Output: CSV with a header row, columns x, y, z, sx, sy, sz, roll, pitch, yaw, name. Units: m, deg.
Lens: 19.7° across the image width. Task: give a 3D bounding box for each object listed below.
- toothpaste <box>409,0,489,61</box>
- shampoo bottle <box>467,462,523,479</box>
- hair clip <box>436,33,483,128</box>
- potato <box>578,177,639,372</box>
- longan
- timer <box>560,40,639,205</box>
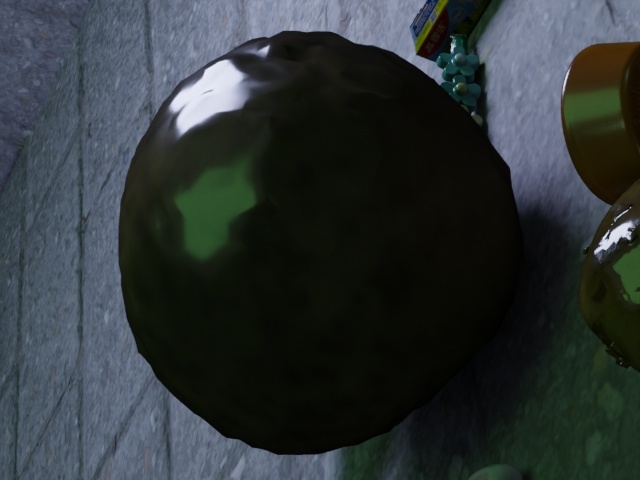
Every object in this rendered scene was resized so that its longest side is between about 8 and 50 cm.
x,y,z,sx,sy,sz,roll,pitch,yaw,name
0.158,-0.268,1.924,0.070,0.044,0.193,-98,32,-49,toothpaste
0.148,0.237,1.567,0.072,0.043,0.099,-55,26,39,shampoo bottle
0.140,-0.150,1.883,0.049,0.049,0.173,-54,26,41,hair clip
0.254,0.021,1.349,0.176,0.137,0.137,-97,31,-52,potato
0.000,0.000,1.702,0.391,0.391,0.391,-51,30,45,longan
0.282,-0.101,1.414,0.152,0.132,0.132,-11,62,42,timer
